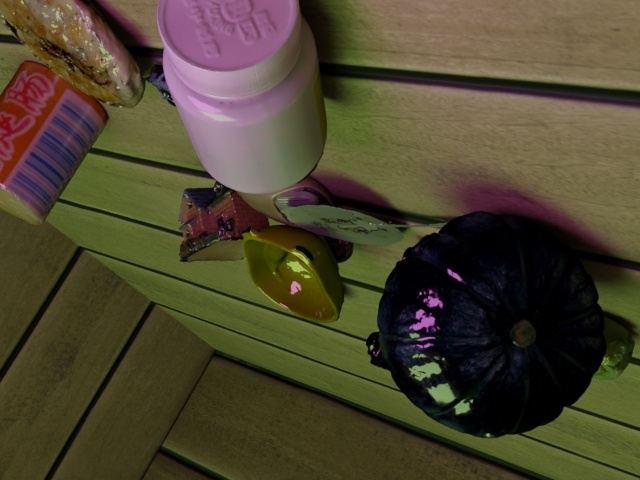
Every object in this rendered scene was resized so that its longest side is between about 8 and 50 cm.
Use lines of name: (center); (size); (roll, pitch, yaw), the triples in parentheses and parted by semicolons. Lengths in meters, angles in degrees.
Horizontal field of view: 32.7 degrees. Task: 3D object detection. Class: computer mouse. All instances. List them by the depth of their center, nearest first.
computer mouse: (-0.082, -0.089, 2.169); (0.236, 0.082, 0.145); (20, 161, 33)

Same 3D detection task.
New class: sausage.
sausage: (-0.631, -0.209, 2.381); (0.233, 0.287, 0.233); (27, 165, 8)

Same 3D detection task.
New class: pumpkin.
pumpkin: (0.270, 0.133, 1.747); (0.363, 0.363, 0.266); (32, 177, -9)

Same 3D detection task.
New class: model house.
model house: (-0.207, -0.057, 2.332); (0.166, 0.172, 0.183); (1, 163, -39)

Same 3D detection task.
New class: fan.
fan: (0.111, -0.030, 2.035); (0.414, 0.012, 0.233); (1, 163, 40)

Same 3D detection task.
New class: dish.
dish: (-0.043, 0.046, 2.253); (0.221, 0.108, 0.262); (18, 147, 30)

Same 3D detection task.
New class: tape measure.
tape measure: (-0.262, -0.277, 1.952); (0.094, 0.054, 0.091); (28, 165, 41)

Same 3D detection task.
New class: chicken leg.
chicken leg: (0.000, 0.000, 2.345); (0.093, 0.070, 0.178); (41, 170, -34)

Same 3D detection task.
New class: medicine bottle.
medicine bottle: (-0.105, -0.226, 1.544); (0.213, 0.214, 0.379); (26, 164, 13)

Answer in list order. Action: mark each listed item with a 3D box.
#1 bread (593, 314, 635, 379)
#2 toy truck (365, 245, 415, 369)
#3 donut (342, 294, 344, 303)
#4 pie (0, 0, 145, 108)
bread: (0.497, 0.183, 1.961); (0.156, 0.103, 0.110); (33, 160, -19)
toy truck: (0.195, 0.139, 2.067); (0.127, 0.257, 0.127); (15, 162, 38)
donut: (-0.043, 0.118, 2.723); (0.235, 0.089, 0.235); (27, 165, 8)
pie: (-0.450, -0.353, 1.970); (0.339, 0.077, 0.339); (32, 160, 13)
